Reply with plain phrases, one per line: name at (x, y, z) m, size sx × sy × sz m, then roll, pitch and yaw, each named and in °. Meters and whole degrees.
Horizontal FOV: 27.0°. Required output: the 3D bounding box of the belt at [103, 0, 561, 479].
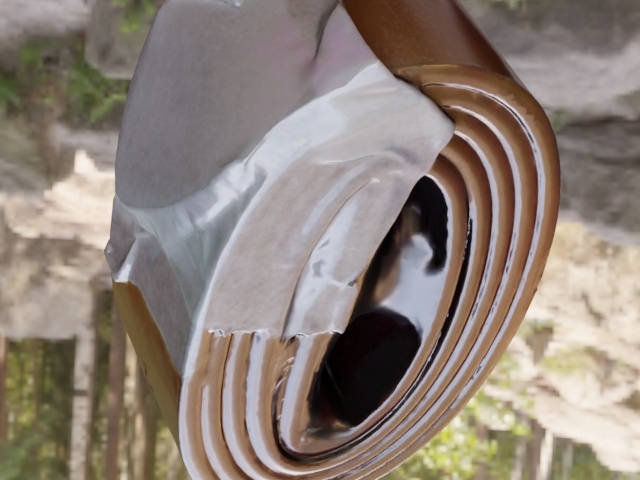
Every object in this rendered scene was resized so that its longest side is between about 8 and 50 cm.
belt at (0.000, 0.000, 0.706) m, size 0.217 × 0.122 × 0.338 m, roll -11°, pitch 138°, yaw -22°
